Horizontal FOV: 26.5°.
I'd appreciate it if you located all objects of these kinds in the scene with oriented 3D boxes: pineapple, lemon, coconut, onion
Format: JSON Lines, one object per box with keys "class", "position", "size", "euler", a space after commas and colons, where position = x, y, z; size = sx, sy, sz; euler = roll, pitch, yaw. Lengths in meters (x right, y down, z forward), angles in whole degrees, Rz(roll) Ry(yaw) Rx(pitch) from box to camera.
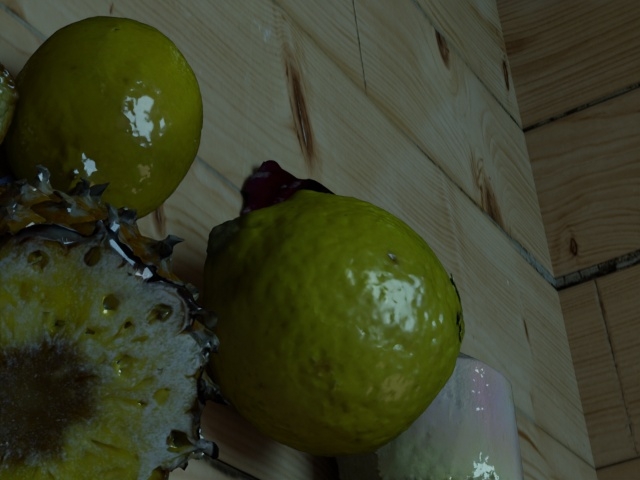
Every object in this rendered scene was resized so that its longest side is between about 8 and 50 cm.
{"class": "pineapple", "position": [-0.268, 0.105, 1.205], "size": [0.352, 0.352, 0.300], "euler": [62, -14, -16]}
{"class": "lemon", "position": [-0.252, -0.138, 1.582], "size": [0.263, 0.236, 0.236], "euler": [-43, 112, -38]}
{"class": "coconut", "position": [0.160, 0.303, 2.044], "size": [0.297, 0.297, 0.309], "euler": [43, 32, -46]}
{"class": "onion", "position": [0.000, 0.000, 2.133], "size": [0.280, 0.146, 0.314], "euler": [57, 30, -17]}
{"class": "lemon", "position": [0.004, 0.106, 1.810], "size": [0.387, 0.350, 0.349], "euler": [38, 35, -23]}

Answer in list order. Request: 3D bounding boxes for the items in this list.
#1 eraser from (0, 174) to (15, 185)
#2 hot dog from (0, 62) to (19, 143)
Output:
{"class": "eraser", "position": [-0.370, -0.006, 1.451], "size": [0.082, 0.036, 0.225], "euler": [63, 24, -9]}
{"class": "hot dog", "position": [-0.403, -0.122, 1.379], "size": [0.175, 0.114, 0.259], "euler": [59, 19, -25]}
